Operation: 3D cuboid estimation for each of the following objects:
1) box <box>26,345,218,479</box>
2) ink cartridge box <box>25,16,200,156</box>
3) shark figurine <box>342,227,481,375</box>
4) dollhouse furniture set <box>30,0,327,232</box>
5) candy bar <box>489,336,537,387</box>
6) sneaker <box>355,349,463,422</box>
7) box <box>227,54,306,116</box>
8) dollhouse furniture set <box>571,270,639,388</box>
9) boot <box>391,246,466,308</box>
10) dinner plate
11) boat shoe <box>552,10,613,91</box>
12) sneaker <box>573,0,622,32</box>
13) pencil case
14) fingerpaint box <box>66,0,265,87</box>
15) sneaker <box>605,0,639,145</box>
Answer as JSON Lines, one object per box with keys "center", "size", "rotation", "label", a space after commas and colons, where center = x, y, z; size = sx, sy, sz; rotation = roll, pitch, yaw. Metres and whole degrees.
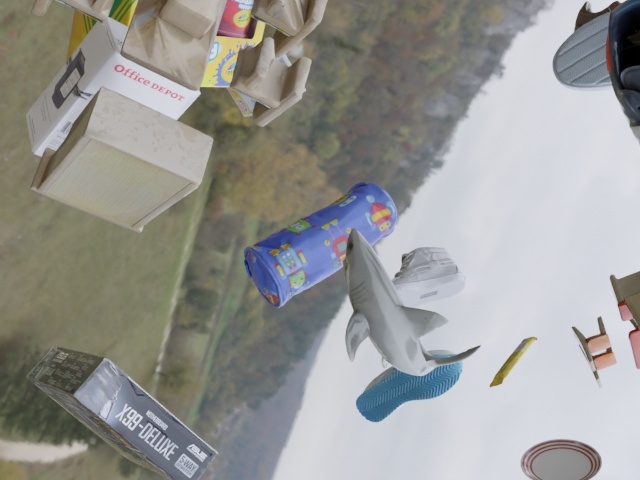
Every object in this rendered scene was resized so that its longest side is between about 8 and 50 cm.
{"center": [-0.335, 0.283, 1.340], "size": [0.076, 0.242, 0.307], "rotation": [-52, -158, -23], "label": "box"}
{"center": [-0.340, -0.224, 1.337], "size": [0.237, 0.172, 0.100], "rotation": [-42, -129, 25], "label": "ink cartridge box"}
{"center": [0.126, 0.122, 1.076], "size": [0.116, 0.278, 0.166], "rotation": [-19, -140, 28], "label": "shark figurine"}
{"center": [-0.236, -0.245, 1.163], "size": [0.256, 0.362, 0.394], "rotation": [-23, -131, 55], "label": "dollhouse furniture set"}
{"center": [0.400, 0.248, 1.693], "size": [0.161, 0.018, 0.040], "rotation": [-39, 180, -37], "label": "candy bar"}
{"center": [0.167, 0.254, 1.516], "size": [0.228, 0.087, 0.092], "rotation": [-32, -175, 33], "label": "sneaker"}
{"center": [-0.146, -0.394, 2.086], "size": [0.103, 0.114, 0.203], "rotation": [-39, -158, -21], "label": "box"}
{"center": [0.630, 0.172, 1.564], "size": [0.259, 0.262, 0.135], "rotation": [55, 16, -45], "label": "dollhouse furniture set"}
{"center": [0.211, 0.089, 1.954], "size": [0.095, 0.258, 0.123], "rotation": [103, -30, -47], "label": "boot"}
{"center": [0.430, 0.401, 1.462], "size": [0.141, 0.141, 0.017], "rotation": [-65, 144, -69], "label": "dinner plate"}
{"center": [0.486, -0.293, 1.175], "size": [0.094, 0.302, 0.109], "rotation": [2, 68, -70], "label": "boat shoe"}
{"center": [0.571, -0.418, 1.544], "size": [0.066, 0.188, 0.071], "rotation": [0, 101, -51], "label": "sneaker"}
{"center": [0.000, 0.000, 1.500], "size": [0.306, 0.133, 0.119], "rotation": [-32, 124, -28], "label": "pencil case"}
{"center": [-0.293, -0.527, 1.755], "size": [0.445, 0.163, 0.371], "rotation": [-14, 125, -57], "label": "fingerpaint box"}
{"center": [0.386, -0.118, 0.846], "size": [0.148, 0.131, 0.350], "rotation": [41, 24, -49], "label": "sneaker"}
